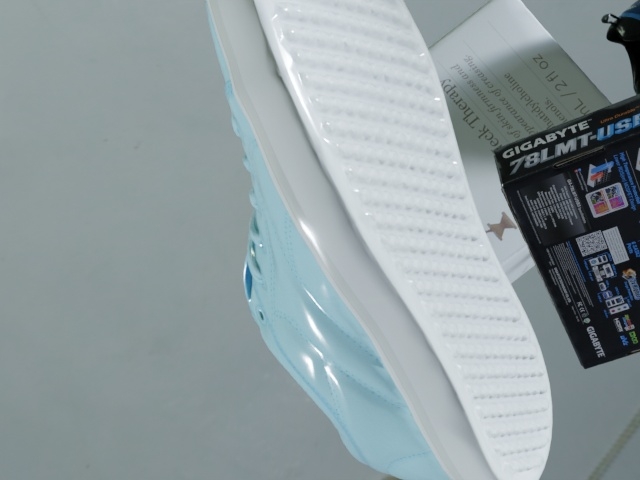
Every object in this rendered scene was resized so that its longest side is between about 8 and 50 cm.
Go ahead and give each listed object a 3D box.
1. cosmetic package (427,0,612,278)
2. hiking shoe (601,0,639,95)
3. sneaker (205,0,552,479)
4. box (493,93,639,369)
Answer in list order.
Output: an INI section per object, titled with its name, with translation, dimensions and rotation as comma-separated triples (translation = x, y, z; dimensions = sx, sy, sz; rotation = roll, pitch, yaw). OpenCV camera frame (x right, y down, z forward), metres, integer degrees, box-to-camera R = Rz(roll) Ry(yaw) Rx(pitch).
[cosmetic package]
translation = 0.237, -0.103, 1.707
dimensions = 0.394, 0.327, 0.329
rotation = -38, 77, -2
[hiking shoe]
translation = 0.507, -0.207, 1.531
dimensions = 0.132, 0.113, 0.304
rotation = -32, 96, -12
[sneaker]
translation = 0.000, 0.000, 0.593
dimensions = 0.150, 0.135, 0.365
rotation = -8, 116, 34
[box]
translation = 0.368, -0.021, 1.134
dimensions = 0.293, 0.073, 0.295
rotation = -22, 126, 14
